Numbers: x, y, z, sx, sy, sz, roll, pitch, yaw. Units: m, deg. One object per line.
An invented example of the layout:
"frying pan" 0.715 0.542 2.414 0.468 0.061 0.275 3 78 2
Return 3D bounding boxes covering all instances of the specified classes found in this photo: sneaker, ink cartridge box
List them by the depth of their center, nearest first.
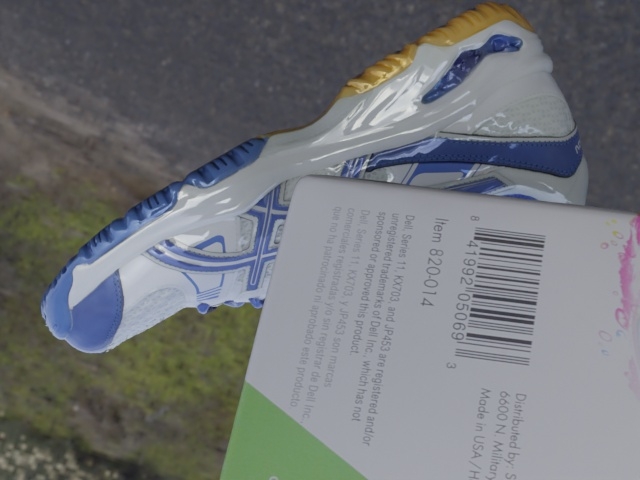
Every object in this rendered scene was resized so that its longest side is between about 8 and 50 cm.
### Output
"ink cartridge box" 0.147 0.106 0.468 0.354 0.207 0.119 8 150 11
"sneaker" 0.000 0.000 0.644 0.131 0.296 0.112 60 -174 -6
